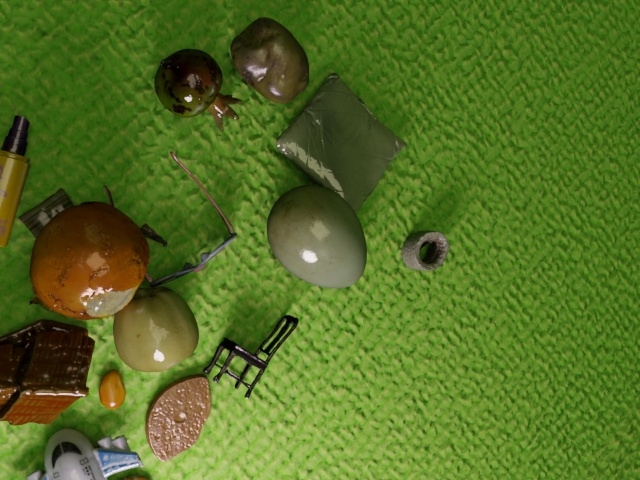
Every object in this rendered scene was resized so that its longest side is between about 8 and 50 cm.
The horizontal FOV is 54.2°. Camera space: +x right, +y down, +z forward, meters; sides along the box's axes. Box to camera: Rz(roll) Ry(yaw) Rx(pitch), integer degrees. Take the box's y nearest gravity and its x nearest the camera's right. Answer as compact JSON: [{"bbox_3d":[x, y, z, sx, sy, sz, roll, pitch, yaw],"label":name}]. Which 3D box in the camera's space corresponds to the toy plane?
[{"bbox_3d":[-0.515,0.532,1.349,0.267,0.122,0.267,5,69,-12],"label":"toy plane"}]

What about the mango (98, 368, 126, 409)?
[{"bbox_3d":[-0.473,0.338,1.422,0.060,0.046,0.089,5,78,-25],"label":"mango"}]

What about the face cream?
[{"bbox_3d":[-0.658,-0.126,1.303,0.078,0.078,0.273,16,86,-23],"label":"face cream"}]

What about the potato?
[{"bbox_3d":[-0.114,-0.427,1.493,0.154,0.137,0.200,-41,109,16],"label":"potato"}]

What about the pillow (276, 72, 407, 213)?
[{"bbox_3d":[0.056,-0.243,1.600,0.281,0.076,0.274,42,66,-16],"label":"pillow"}]

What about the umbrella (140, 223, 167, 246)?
[{"bbox_3d":[-0.391,-0.012,1.454,0.083,0.020,0.031,32,41,-21],"label":"umbrella"}]

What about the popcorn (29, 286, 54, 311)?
[{"bbox_3d":[-0.595,0.119,1.347,0.084,0.084,0.084,-1,93,-23],"label":"popcorn"}]

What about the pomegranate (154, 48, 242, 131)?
[{"bbox_3d":[-0.273,-0.340,1.421,0.220,0.156,0.156,33,80,-25],"label":"pomegranate"}]

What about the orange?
[{"bbox_3d":[-0.465,0.043,1.268,0.240,0.240,0.240,-1,93,-23],"label":"orange"}]

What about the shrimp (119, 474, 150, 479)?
[{"bbox_3d":[-0.459,0.628,1.434,0.187,0.051,0.132,-36,105,-20],"label":"shrimp"}]

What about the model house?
[{"bbox_3d":[-0.589,0.268,1.274,0.199,0.229,0.220,22,83,-28],"label":"model house"}]

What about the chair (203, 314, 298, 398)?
[{"bbox_3d":[-0.165,0.255,1.515,0.113,0.106,0.229,37,77,-22],"label":"chair"}]

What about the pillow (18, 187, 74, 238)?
[{"bbox_3d":[-0.550,-0.002,1.376,0.113,0.038,0.203,-40,107,-17],"label":"pillow"}]

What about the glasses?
[{"bbox_3d":[-0.345,-0.045,1.439,0.234,0.118,0.268,-31,94,-17],"label":"glasses"}]

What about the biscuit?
[{"bbox_3d":[-0.339,0.418,1.488,0.142,0.029,0.221,26,83,-23],"label":"biscuit"}]

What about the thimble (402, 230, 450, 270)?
[{"bbox_3d":[0.284,0.027,1.702,0.115,0.090,0.102,-30,100,-17],"label":"thimble"}]

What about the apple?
[{"bbox_3d":[-0.363,0.199,1.384,0.200,0.200,0.200,-1,93,-23],"label":"apple"}]

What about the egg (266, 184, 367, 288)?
[{"bbox_3d":[0.000,0.000,1.514,0.218,0.218,0.295,-50,122,-13],"label":"egg"}]
